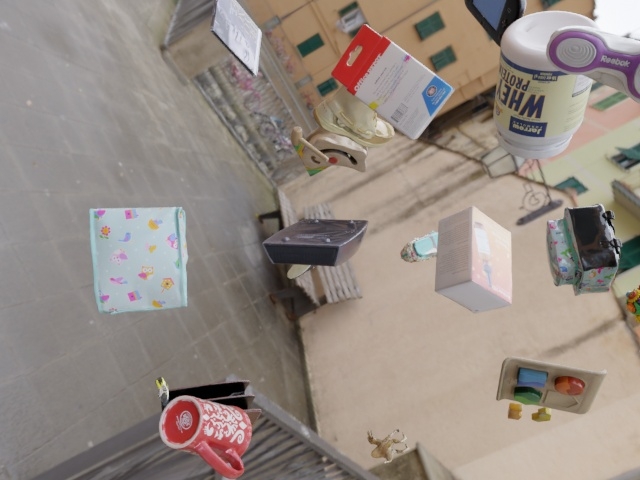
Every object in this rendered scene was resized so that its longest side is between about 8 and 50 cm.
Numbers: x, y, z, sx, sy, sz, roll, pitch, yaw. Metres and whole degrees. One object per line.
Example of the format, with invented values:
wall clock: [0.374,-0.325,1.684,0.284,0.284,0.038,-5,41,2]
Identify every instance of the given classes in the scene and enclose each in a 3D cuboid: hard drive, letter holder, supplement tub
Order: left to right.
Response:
letter holder: [-0.374,0.563,1.744,0.214,0.302,0.151,117,-36,-49]
hard drive: [0.000,0.000,1.068,0.255,0.172,0.054,-37,127,-69]
supplement tub: [0.588,-0.403,1.364,0.324,0.236,0.235,76,-5,-48]

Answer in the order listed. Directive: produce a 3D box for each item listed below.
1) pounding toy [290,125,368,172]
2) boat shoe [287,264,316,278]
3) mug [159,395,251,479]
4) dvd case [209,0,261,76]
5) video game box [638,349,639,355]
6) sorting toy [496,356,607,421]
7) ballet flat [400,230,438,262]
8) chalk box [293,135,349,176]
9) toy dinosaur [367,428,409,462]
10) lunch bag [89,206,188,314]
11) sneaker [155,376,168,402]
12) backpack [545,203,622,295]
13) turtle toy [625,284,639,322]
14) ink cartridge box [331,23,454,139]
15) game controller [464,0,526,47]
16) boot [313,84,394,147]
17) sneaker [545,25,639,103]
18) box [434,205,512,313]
pounding toy: [0.022,-0.267,1.639,0.154,0.270,0.154,121,-19,-57]
boat shoe: [-0.049,0.085,1.674,0.049,0.133,0.042,48,-5,38]
mug: [-0.205,0.363,0.971,0.150,0.113,0.169,18,-19,30]
dvd case: [-0.239,-0.605,1.486,0.221,0.018,0.164,36,53,-59]
video game box: [0.912,0.196,1.342,0.048,0.205,0.187,23,-21,26]
sorting toy: [0.568,0.399,1.298,0.307,0.229,0.041,76,24,-46]
ballet flat: [0.335,0.022,1.626,0.241,0.077,0.091,-5,72,-43]
chalk box: [0.040,-0.337,1.798,0.132,0.213,0.132,62,27,-9]
toy dinosaur: [0.169,0.510,1.252,0.183,0.093,0.053,178,-110,-80]
lunch bag: [-0.445,0.049,1.277,0.160,0.224,0.262,-174,-98,-77]
sneaker: [-0.444,0.427,1.463,0.083,0.031,0.035,59,-1,42]
backpack: [0.769,0.044,1.506,0.253,0.191,0.225,47,37,-49]
turtle toy: [0.860,0.151,1.356,0.066,0.130,0.095,31,48,-3]
ink cartridge box: [0.154,-0.339,1.104,0.231,0.134,0.078,40,23,6]
game controller: [0.530,-0.739,1.582,0.166,0.067,0.319,79,-5,-53]
boot: [0.138,-0.350,1.332,0.262,0.203,0.095,11,53,-35]
sneaker: [0.624,-0.377,1.064,0.305,0.114,0.152,26,37,6]
box: [0.311,0.042,1.037,0.130,0.091,0.170,28,56,-29]
